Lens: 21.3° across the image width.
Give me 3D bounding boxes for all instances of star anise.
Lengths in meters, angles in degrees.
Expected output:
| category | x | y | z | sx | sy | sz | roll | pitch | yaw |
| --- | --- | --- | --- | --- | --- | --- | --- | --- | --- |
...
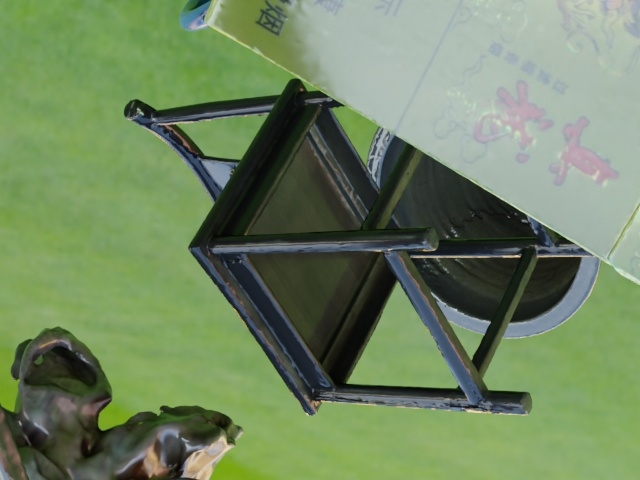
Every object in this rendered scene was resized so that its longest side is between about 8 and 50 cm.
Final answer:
| category | x | y | z | sx | sy | sz | roll | pitch | yaw |
| --- | --- | --- | --- | --- | --- | --- | --- | --- | --- |
| star anise | -0.169 | 0.180 | 1.039 | 0.331 | 0.332 | 0.117 | 8 | 137 | -9 |

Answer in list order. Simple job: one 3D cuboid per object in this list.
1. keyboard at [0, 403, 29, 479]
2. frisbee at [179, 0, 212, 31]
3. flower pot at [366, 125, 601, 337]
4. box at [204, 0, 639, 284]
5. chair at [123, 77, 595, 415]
| category | x | y | z | sx | sy | sz | roll | pitch | yaw |
| --- | --- | --- | --- | --- | --- | --- | --- | --- | --- |
| keyboard | -0.182 | 0.044 | 0.718 | 0.106 | 0.317 | 0.027 | -1 | -156 | 38 |
| frisbee | 0.003 | -0.216 | 1.173 | 0.045 | 0.242 | 0.242 | 50 | 145 | -15 |
| flower pot | 0.172 | -0.049 | 1.500 | 0.235 | 0.235 | 0.148 | -11 | -164 | 40 |
| box | 0.111 | -0.101 | 0.787 | 0.311 | 0.173 | 0.043 | 32 | -152 | 10 |
| chair | 0.000 | 0.000 | 0.962 | 0.260 | 0.141 | 0.154 | -2 | 135 | 37 |
